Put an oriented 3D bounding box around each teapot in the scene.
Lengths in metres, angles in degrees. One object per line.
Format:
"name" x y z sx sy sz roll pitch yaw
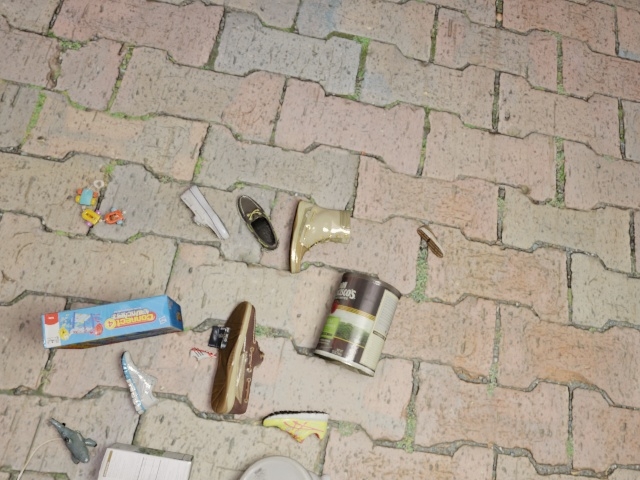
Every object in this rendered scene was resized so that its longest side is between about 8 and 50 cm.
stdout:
"teapot" -0.123 0.756 1.311 0.256 0.187 0.252 4 47 13

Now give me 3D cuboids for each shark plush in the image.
"shark plush" -0.703 0.563 1.316 0.073 0.067 0.161 -31 82 -16

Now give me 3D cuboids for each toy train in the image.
"toy train" -0.717 -0.108 1.511 0.125 0.046 0.166 -29 85 -17

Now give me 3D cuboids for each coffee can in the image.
"coffee can" 0.120 0.266 1.469 0.202 0.201 0.275 23 72 -3

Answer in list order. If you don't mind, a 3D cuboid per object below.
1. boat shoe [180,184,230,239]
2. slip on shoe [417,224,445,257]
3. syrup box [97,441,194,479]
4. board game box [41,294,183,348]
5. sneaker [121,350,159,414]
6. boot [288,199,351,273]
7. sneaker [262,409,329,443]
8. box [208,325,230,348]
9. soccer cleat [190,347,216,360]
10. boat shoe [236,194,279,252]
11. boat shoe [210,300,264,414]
"boat shoe" -0.388 -0.080 1.549 0.076 0.083 0.226 -36 72 -5
"slip on shoe" 0.409 0.002 1.675 0.041 0.051 0.135 -34 77 -28
"syrup box" -0.491 0.650 1.315 0.237 0.093 0.096 12 74 -6
"board game box" -0.561 0.236 1.305 0.302 0.308 0.086 -9 78 -12
"sneaker" -0.539 0.416 1.391 0.083 0.071 0.190 -21 88 -21
"boot" 0.000 0.000 1.581 0.204 0.095 0.261 11 69 -8
"sneaker" -0.075 0.572 1.416 0.209 0.081 0.094 5 76 -9
"box" -0.317 0.303 1.447 0.018 0.083 0.067 25 69 -37
"soccer cleat" -0.368 0.361 1.451 0.083 0.029 0.035 15 82 -2
"boat shoe" -0.211 -0.065 1.572 0.081 0.068 0.227 -31 82 -16
"boat shoe" -0.241 0.364 1.440 0.123 0.123 0.341 24 62 -34
